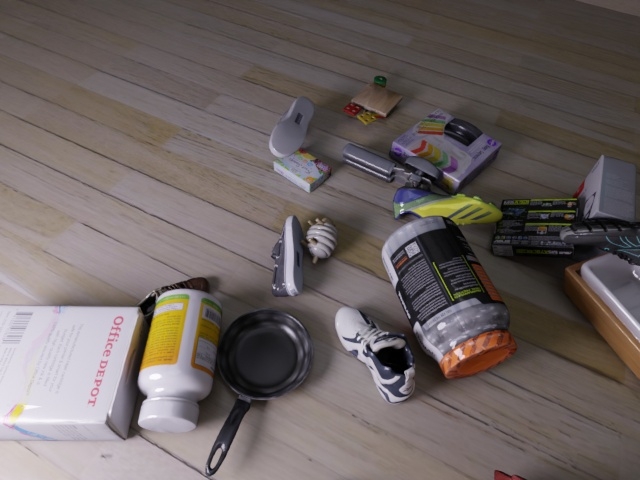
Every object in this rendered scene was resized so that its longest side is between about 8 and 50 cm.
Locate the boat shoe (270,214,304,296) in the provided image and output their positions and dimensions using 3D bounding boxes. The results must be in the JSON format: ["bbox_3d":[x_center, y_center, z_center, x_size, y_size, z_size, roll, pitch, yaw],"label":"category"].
[{"bbox_3d":[-0.085,0.037,1.058,0.076,0.080,0.229,-14,54,16],"label":"boat shoe"}]

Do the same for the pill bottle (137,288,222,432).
[{"bbox_3d":[-0.272,0.230,0.845,0.136,0.136,0.246,1,52,-3],"label":"pill bottle"}]

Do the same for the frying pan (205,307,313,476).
[{"bbox_3d":[-0.111,0.286,0.869,0.197,0.053,0.326,0,54,-5],"label":"frying pan"}]

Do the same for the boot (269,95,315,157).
[{"bbox_3d":[-0.100,-0.313,1.304,0.095,0.123,0.258,35,52,-13],"label":"boot"}]

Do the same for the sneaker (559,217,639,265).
[{"bbox_3d":[0.680,0.007,0.966,0.267,0.106,0.101,0,19,20],"label":"sneaker"}]

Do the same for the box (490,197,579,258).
[{"bbox_3d":[0.556,-0.036,1.130,0.190,0.045,0.184,1,43,34],"label":"box"}]

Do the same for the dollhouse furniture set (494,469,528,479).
[{"bbox_3d":[0.373,0.569,0.651,0.201,0.152,0.374,11,69,4],"label":"dollhouse furniture set"}]

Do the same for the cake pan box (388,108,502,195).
[{"bbox_3d":[0.388,-0.281,1.345,0.245,0.070,0.266,40,59,22],"label":"cake pan box"}]

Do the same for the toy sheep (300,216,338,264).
[{"bbox_3d":[0.000,0.000,1.081,0.091,0.091,0.132,18,66,10],"label":"toy sheep"}]

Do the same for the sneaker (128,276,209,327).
[{"bbox_3d":[-0.331,0.130,0.960,0.188,0.071,0.066,-33,61,-26],"label":"sneaker"}]

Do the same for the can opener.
[{"bbox_3d":[0.204,-0.221,1.269,0.283,0.076,0.095,27,74,16],"label":"can opener"}]

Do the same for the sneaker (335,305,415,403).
[{"bbox_3d":[0.114,0.203,0.887,0.094,0.153,0.235,-18,55,-18],"label":"sneaker"}]

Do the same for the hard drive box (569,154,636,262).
[{"bbox_3d":[0.726,-0.076,1.138,0.089,0.181,0.232,22,53,14],"label":"hard drive box"}]

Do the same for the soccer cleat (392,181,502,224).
[{"bbox_3d":[0.336,-0.072,1.175,0.288,0.093,0.121,12,83,4],"label":"soccer cleat"}]

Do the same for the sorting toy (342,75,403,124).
[{"bbox_3d":[0.186,-0.462,1.482,0.132,0.046,0.274,28,55,16],"label":"sorting toy"}]

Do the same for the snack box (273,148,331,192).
[{"bbox_3d":[-0.053,-0.209,1.270,0.141,0.037,0.100,34,58,21],"label":"snack box"}]

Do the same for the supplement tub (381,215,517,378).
[{"bbox_3d":[0.270,0.118,0.941,0.193,0.194,0.316,-10,53,-12],"label":"supplement tub"}]

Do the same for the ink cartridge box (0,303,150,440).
[{"bbox_3d":[-0.503,0.246,0.818,0.306,0.131,0.226,3,51,-4],"label":"ink cartridge box"}]

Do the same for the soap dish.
[{"bbox_3d":[0.731,0.157,0.994,0.228,0.118,0.291,-16,54,-17],"label":"soap dish"}]
